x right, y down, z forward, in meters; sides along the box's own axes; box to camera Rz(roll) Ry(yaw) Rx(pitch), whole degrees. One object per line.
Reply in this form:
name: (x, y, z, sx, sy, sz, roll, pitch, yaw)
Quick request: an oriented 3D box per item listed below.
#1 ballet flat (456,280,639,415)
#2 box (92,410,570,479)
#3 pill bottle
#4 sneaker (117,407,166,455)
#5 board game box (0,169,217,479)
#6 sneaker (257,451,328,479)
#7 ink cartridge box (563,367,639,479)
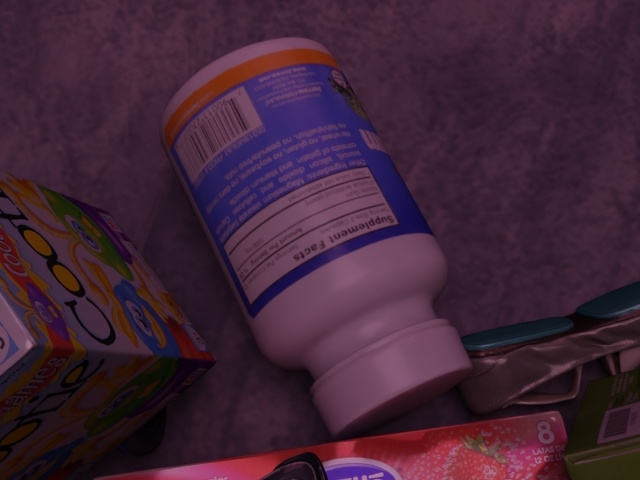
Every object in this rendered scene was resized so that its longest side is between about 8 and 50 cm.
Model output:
ballet flat: (0.203, 0.081, 0.794, 0.213, 0.072, 0.068, -16, 98, -7)
box: (0.015, 0.214, 0.684, 0.300, 0.154, 0.142, -8, 69, -3)
pill bottle: (0.000, 0.000, 0.764, 0.152, 0.152, 0.272, -24, 72, -11)
sneaker: (-0.187, 0.073, 0.784, 0.082, 0.069, 0.209, -31, 79, 19)
board game box: (-0.191, 0.056, 0.604, 0.142, 0.275, 0.144, -40, 77, 4)
sneaker: (0.034, 0.195, 0.563, 0.226, 0.086, 0.163, -2, 72, -1)
ink cartridge box: (0.253, 0.219, 0.667, 0.097, 0.189, 0.255, -19, 90, 21)
